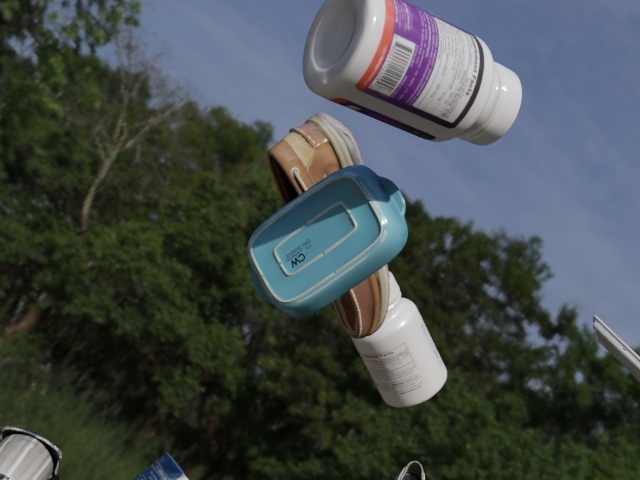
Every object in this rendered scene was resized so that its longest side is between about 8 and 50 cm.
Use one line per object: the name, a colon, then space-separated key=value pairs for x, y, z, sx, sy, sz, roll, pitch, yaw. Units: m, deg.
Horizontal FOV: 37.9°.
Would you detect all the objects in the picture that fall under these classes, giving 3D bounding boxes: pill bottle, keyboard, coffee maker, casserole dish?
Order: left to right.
coffee maker: x=-0.430 y=0.368 z=1.242 sx=0.120 sy=0.178 sz=0.171 roll=3 pitch=-65 yaw=12
casserole dish: x=0.000 y=0.000 z=0.954 sx=0.114 sy=0.188 sz=0.037 roll=60 pitch=17 yaw=16
pill bottle: x=0.128 y=0.175 z=1.682 sx=0.131 sy=0.131 sz=0.229 roll=10 pitch=-48 yaw=59
pill bottle: x=0.090 y=-0.154 z=0.857 sx=0.193 sy=0.108 sz=0.108 roll=18 pitch=-3 yaw=-32
keyboard: x=0.393 y=0.182 z=1.026 sx=0.256 sy=0.014 sz=0.072 roll=50 pitch=3 yaw=36

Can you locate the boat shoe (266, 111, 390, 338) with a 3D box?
boat shoe: x=0.002 y=-0.005 z=1.226 sx=0.123 sy=0.116 sz=0.324 roll=28 pitch=-41 yaw=56

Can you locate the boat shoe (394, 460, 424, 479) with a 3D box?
boat shoe: x=0.163 y=0.540 z=1.873 sx=0.077 sy=0.219 sz=0.070 roll=18 pitch=-50 yaw=2

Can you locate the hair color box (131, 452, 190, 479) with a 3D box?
hair color box: x=-0.353 y=0.560 z=1.648 sx=0.174 sy=0.347 sz=0.105 roll=60 pitch=-17 yaw=-24
